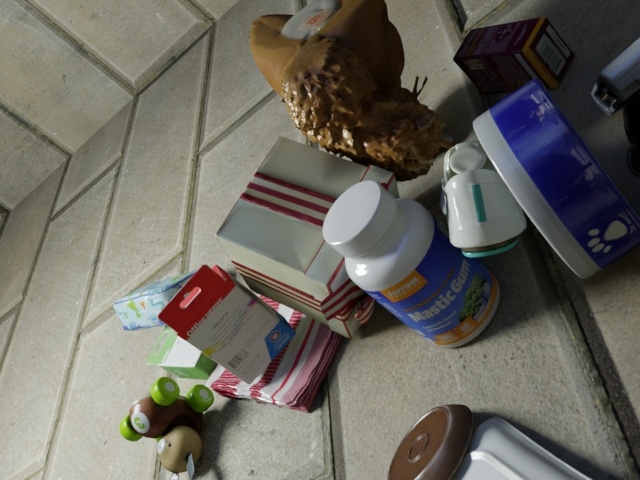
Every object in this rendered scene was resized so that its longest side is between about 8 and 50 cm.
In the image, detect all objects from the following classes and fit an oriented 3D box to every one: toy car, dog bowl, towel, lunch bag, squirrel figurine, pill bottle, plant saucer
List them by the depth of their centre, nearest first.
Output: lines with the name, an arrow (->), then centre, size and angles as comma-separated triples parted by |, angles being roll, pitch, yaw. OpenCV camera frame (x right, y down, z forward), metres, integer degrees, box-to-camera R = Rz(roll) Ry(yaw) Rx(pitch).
dog bowl -> 0.324, -0.085, 1.084 | 0.104, 0.265, 0.265 | -36, 33, 19
plant saucer -> 0.142, 0.288, 1.090 | 0.168, 0.029, 0.168 | -51, 8, 10
pill bottle -> 0.133, 0.034, 1.197 | 0.152, 0.272, 0.152 | -33, 35, 27
squirrel figurine -> 0.081, -0.238, 1.459 | 0.281, 0.370, 0.397 | -24, 38, 18
toy car -> -0.281, 0.382, 1.511 | 0.155, 0.149, 0.188 | -48, 40, 28
towel -> -0.083, 0.198, 1.536 | 0.329, 0.037, 0.237 | -5, 52, 51
lunch bag -> -0.352, 0.134, 1.847 | 0.219, 0.090, 0.176 | -15, 10, 42

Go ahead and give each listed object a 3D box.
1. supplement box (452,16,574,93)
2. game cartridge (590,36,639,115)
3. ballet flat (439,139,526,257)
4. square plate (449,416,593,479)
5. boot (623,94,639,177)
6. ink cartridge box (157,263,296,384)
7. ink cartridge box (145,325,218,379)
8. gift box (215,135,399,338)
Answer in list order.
supplement box -> 0.351, -0.336, 1.475 | 0.188, 0.104, 0.081 | 10, 65, 56
game cartridge -> 0.476, -0.267, 1.124 | 0.198, 0.062, 0.297 | -46, -9, 13
ballet flat -> 0.234, -0.086, 1.192 | 0.139, 0.139, 0.400 | -41, 4, 15
square plate -> 0.178, 0.389, 0.912 | 0.347, 0.049, 0.344 | -55, 19, -5
boot -> 0.459, -0.145, 1.072 | 0.083, 0.161, 0.246 | -25, 39, 35
ink cartridge box -> -0.175, 0.141, 1.454 | 0.134, 0.231, 0.078 | -48, 28, 1
ink cartridge box -> -0.280, 0.235, 1.725 | 0.209, 0.062, 0.109 | -9, 50, 49
gift box -> 0.000, 0.000, 1.355 | 0.258, 0.276, 0.255 | 22, 74, 22
